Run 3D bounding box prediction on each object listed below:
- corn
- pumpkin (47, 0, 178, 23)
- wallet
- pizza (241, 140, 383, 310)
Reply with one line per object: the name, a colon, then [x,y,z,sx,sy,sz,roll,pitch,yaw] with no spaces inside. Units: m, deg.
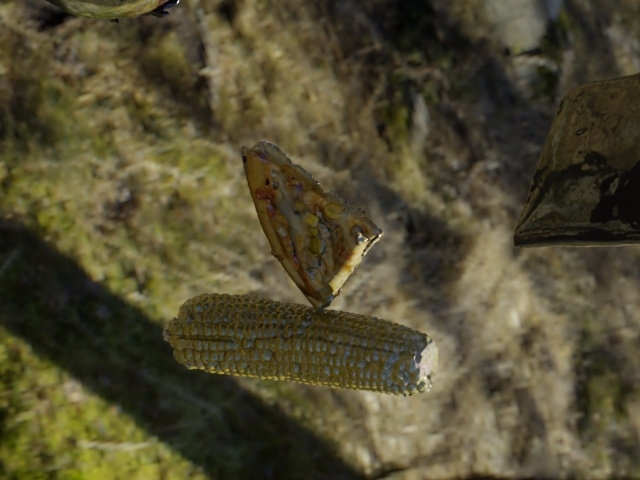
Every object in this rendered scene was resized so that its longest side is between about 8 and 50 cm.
corn: [-0.024,0.103,1.567,0.086,0.288,0.086,7,90,-70]
pumpkin: [-0.178,-0.356,1.488,0.192,0.320,0.320,40,28,15]
wallet: [0.336,-0.079,1.472,0.051,0.377,0.197,32,71,-32]
pizza: [0.000,0.000,1.475,0.036,0.176,0.185,-35,123,-27]
